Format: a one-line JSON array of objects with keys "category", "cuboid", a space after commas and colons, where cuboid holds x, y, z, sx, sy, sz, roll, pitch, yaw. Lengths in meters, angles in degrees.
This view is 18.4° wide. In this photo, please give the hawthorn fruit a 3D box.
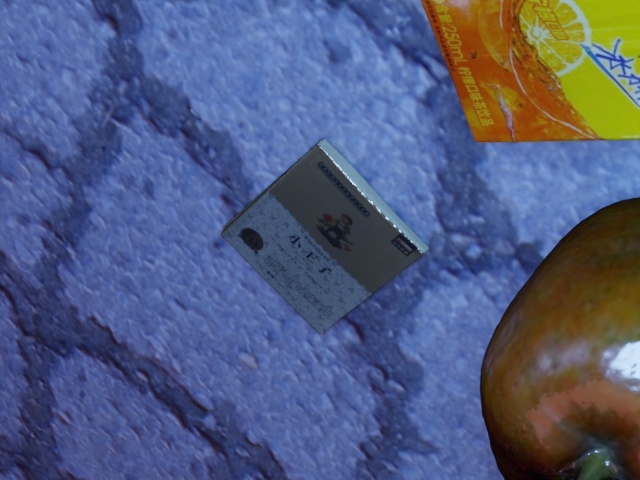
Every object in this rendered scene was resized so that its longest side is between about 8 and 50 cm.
[{"category": "hawthorn fruit", "cuboid": [0.243, 0.112, 1.461, 0.267, 0.301, 0.268, 15, 120, 29]}]

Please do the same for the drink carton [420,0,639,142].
[{"category": "drink carton", "cuboid": [0.251, -0.154, 1.363, 0.351, 0.111, 0.155, 1, 127, 39]}]

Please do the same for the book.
[{"category": "book", "cuboid": [0.000, 0.000, 1.802, 0.138, 0.016, 0.198, 46, 142, -3]}]
